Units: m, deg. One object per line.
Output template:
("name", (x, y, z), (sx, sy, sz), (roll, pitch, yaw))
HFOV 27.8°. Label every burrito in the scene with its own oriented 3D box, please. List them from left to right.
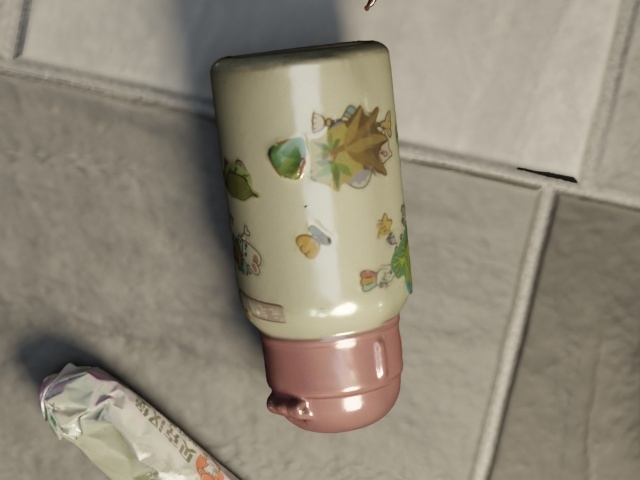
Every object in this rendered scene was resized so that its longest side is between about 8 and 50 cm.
("burrito", (-0.110, 0.159, 0.892), (0.203, 0.064, 0.064), (43, 92, -13))

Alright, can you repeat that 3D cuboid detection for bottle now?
("bottle", (0.000, 0.000, 0.851), (0.121, 0.120, 0.253), (-8, 101, -5))

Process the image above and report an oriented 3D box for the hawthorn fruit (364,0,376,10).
("hawthorn fruit", (0.033, -0.201, 0.849), (0.081, 0.081, 0.093), (-20, 130, -3))
